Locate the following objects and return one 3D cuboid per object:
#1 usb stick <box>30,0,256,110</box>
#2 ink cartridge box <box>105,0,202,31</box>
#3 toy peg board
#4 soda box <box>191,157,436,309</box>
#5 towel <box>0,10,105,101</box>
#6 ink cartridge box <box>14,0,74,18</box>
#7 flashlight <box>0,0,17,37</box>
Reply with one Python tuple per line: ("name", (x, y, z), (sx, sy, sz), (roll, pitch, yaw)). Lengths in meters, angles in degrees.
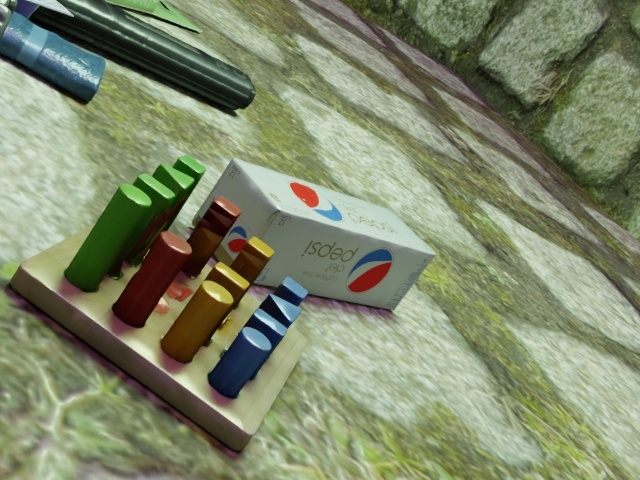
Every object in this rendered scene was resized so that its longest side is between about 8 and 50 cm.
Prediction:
("usb stick", (-0.190, -0.211, 1.041), (0.278, 0.045, 0.077), (20, 16, -40))
("ink cartridge box", (-0.264, -0.360, 1.277), (0.171, 0.056, 0.235), (42, 21, 22))
("toy peg board", (-0.073, 0.023, 0.598), (0.160, 0.079, 0.161), (36, 18, 1))
("soda box", (0.000, 0.000, 0.810), (0.216, 0.069, 0.074), (16, 26, -50))
("towel", (-0.246, -0.168, 0.849), (0.119, 0.029, 0.067), (30, 19, -20))
("ink cartridge box", (-0.356, -0.265, 0.865), (0.208, 0.045, 0.206), (45, 19, 29))
("flashlight", (-0.352, -0.194, 0.619), (0.304, 0.103, 0.103), (25, 46, -19))
